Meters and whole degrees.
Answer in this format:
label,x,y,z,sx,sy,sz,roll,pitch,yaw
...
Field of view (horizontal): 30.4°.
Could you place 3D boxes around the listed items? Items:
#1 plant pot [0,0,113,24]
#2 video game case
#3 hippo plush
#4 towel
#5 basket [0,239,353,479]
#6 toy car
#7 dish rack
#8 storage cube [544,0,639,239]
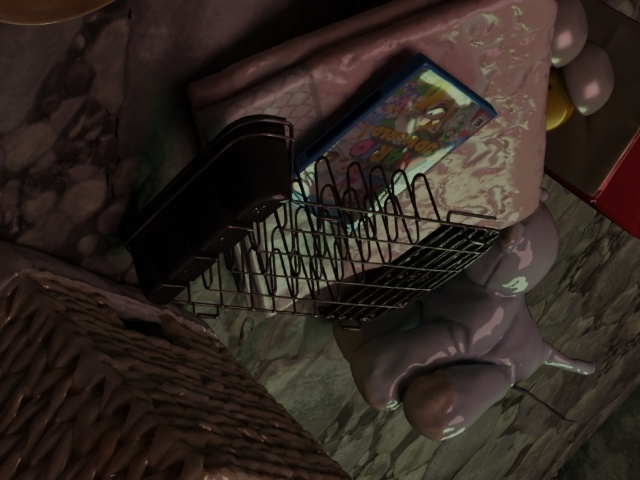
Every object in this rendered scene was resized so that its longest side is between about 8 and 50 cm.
label,x,y,z,sx,sy,sz,roll,pitch,yaw
plant pot,-0.142,-0.234,0.667,0.236,0.032,0.236,-36,149,-26
video game case,0.052,-0.075,0.966,0.166,0.015,0.119,-39,146,21
hippo plush,0.164,0.065,1.274,0.234,0.294,0.237,-51,156,-54
towel,0.059,-0.075,1.036,0.316,0.053,0.332,-22,148,-7
basket,-0.183,0.225,0.926,0.331,0.266,0.328,-54,152,2
toy car,0.186,-0.190,1.124,0.182,0.159,0.136,46,42,-45
dish rack,0.000,0.000,0.957,0.271,0.074,0.208,8,150,-36
storage cube,0.316,-0.140,1.300,0.184,0.215,0.193,-55,147,9
